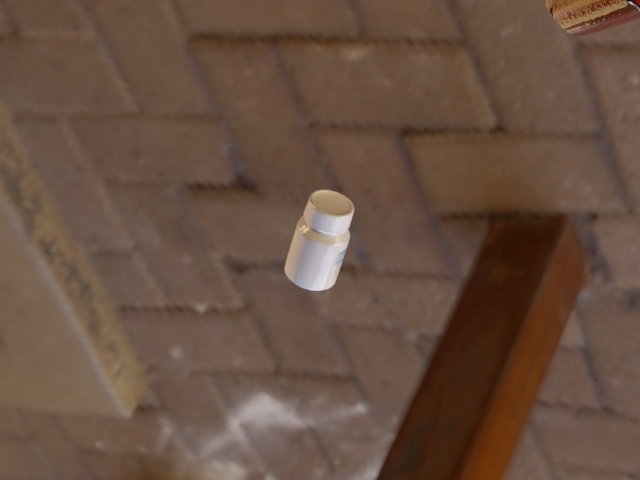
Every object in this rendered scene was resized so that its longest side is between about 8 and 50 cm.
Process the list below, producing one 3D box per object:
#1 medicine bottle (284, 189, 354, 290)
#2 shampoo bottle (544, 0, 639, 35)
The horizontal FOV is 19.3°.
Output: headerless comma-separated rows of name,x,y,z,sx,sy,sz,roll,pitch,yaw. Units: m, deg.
medicine bottle,0.000,0.000,1.774,0.052,0.052,0.089,22,124,8
shampoo bottle,0.256,-0.228,1.622,0.064,0.102,0.260,33,176,-8
